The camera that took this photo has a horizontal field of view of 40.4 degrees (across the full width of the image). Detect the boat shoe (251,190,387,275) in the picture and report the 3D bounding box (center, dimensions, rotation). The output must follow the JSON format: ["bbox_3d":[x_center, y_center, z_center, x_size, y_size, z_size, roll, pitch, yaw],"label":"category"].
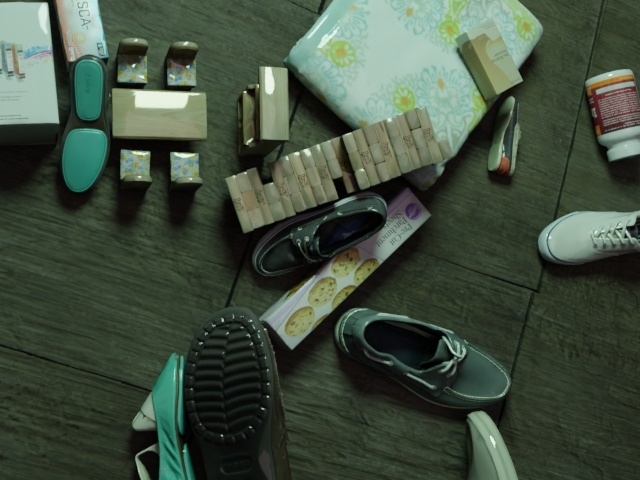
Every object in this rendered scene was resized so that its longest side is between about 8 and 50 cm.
[{"bbox_3d":[0.000,0.000,1.331,0.229,0.076,0.080,-22,114,4],"label":"boat shoe"}]

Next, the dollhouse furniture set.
[{"bbox_3d":[-0.183,-0.188,1.289,0.242,0.161,0.212,0,85,-17],"label":"dollhouse furniture set"}]

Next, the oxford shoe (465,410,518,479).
[{"bbox_3d":[0.262,0.497,1.365,0.130,0.169,0.449,-7,87,2],"label":"oxford shoe"}]

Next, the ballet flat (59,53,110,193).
[{"bbox_3d":[-0.343,-0.172,1.281,0.074,0.074,0.203,4,104,-17],"label":"ballet flat"}]

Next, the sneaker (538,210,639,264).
[{"bbox_3d":[0.506,-0.015,1.518,0.258,0.091,0.094,-11,88,-18],"label":"sneaker"}]

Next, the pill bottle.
[{"bbox_3d":[0.529,-0.221,1.550,0.086,0.086,0.151,-12,87,-18],"label":"pill bottle"}]

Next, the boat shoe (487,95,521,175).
[{"bbox_3d":[0.325,-0.180,1.504,0.043,0.049,0.136,14,83,-18],"label":"boat shoe"}]

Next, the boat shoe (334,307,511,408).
[{"bbox_3d":[0.178,0.193,1.392,0.320,0.099,0.116,24,78,-13],"label":"boat shoe"}]

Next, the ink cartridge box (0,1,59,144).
[{"bbox_3d":[-0.442,-0.234,1.232,0.128,0.128,0.176,-4,85,-17],"label":"ink cartridge box"}]

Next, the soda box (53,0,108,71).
[{"bbox_3d":[-0.366,-0.350,1.305,0.063,0.058,0.183,-10,88,-18],"label":"soda box"}]

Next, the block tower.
[{"bbox_3d":[0.026,-0.112,1.339,0.336,0.091,0.097,-19,95,-2],"label":"block tower"}]

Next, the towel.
[{"bbox_3d":[0.164,-0.322,1.449,0.320,0.090,0.374,40,75,-9],"label":"towel"}]

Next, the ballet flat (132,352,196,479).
[{"bbox_3d":[-0.230,0.291,1.271,0.087,0.083,0.247,-7,84,-3],"label":"ballet flat"}]

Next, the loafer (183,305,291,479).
[{"bbox_3d":[-0.115,0.279,1.291,0.134,0.130,0.365,-5,88,10],"label":"loafer"}]

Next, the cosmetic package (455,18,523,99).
[{"bbox_3d":[0.275,-0.295,1.418,0.060,0.041,0.115,-31,96,-18],"label":"cosmetic package"}]

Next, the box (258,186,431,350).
[{"bbox_3d":[0.039,0.043,1.384,0.324,0.063,0.067,-42,99,-17],"label":"box"}]
